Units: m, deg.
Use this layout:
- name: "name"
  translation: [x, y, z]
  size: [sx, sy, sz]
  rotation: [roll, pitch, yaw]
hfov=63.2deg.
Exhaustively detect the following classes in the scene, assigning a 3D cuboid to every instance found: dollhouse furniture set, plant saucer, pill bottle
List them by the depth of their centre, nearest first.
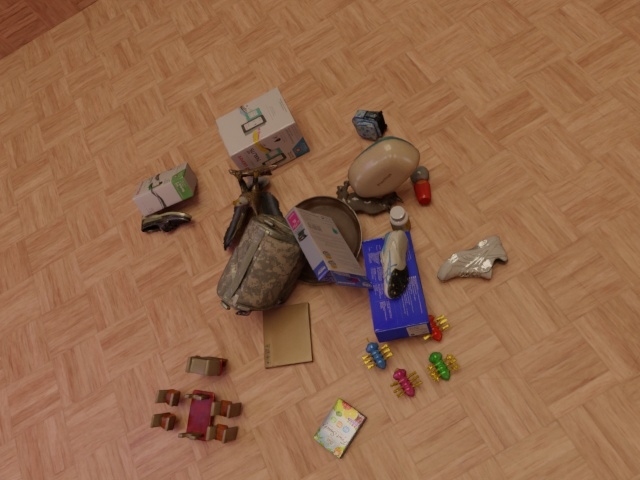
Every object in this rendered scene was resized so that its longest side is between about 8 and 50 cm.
- name: "dollhouse furniture set"
  translation: [-0.378, 0.507, 1.676]
  size: [0.262, 0.135, 0.258]
  rotation: [4, 79, 18]
- name: "pill bottle"
  translation: [0.264, -0.068, 1.734]
  size: [0.065, 0.116, 0.065]
  rotation: [-6, 65, 13]
- name: "plant saucer"
  translation: [0.000, 0.000, 1.789]
  size: [0.311, 0.050, 0.310]
  rotation: [-4, 78, 22]

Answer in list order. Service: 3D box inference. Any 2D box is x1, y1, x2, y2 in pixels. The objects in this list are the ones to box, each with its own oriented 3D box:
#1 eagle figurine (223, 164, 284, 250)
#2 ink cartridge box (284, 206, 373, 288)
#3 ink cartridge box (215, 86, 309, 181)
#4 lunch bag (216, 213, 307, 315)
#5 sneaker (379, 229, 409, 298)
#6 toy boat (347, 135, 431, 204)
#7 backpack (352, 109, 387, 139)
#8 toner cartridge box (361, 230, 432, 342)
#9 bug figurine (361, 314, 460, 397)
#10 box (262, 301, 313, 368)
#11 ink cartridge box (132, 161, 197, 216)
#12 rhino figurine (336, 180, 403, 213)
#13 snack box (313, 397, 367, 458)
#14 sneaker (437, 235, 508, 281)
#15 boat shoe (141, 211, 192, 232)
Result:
- name: "eagle figurine"
  translation: [-0.254, -0.116, 1.894]
  size: [0.226, 0.225, 0.297]
  rotation: [5, 103, 58]
- name: "ink cartridge box"
  translation: [0.025, 0.037, 1.615]
  size: [0.065, 0.186, 0.311]
  rotation: [-48, 54, 23]
- name: "ink cartridge box"
  translation: [-0.219, -0.399, 1.981]
  size: [0.270, 0.198, 0.197]
  rotation: [-27, 62, 4]
- name: "lunch bag"
  translation: [-0.190, 0.075, 1.673]
  size: [0.213, 0.256, 0.304]
  rotation: [31, 100, 17]
- name: "sneaker"
  translation: [0.218, 0.076, 1.589]
  size: [0.086, 0.085, 0.237]
  rotation: [-21, 46, 38]
- name: "toy boat"
  translation: [0.247, -0.229, 1.732]
  size: [0.268, 0.319, 0.148]
  rotation: [-36, 46, 41]
- name: "backpack"
  translation: [0.175, -0.432, 1.933]
  size: [0.114, 0.105, 0.084]
  rotation: [21, 73, 29]
- name: "toner cartridge box"
  translation: [0.233, 0.138, 1.629]
  size: [0.165, 0.075, 0.347]
  rotation: [-12, 50, 10]
- name: "bug figurine"
  translation: [0.276, 0.347, 1.567]
  size: [0.279, 0.072, 0.216]
  rotation: [-26, 68, -1]
- name: "box"
  translation: [-0.110, 0.313, 1.724]
  size: [0.165, 0.021, 0.201]
  rotation: [-11, 63, 11]
- name: "ink cartridge box"
  translation: [-0.604, -0.200, 2.028]
  size: [0.220, 0.092, 0.160]
  rotation: [-22, 31, 5]
- name: "rhino figurine"
  translation: [0.167, -0.142, 1.822]
  size: [0.244, 0.073, 0.106]
  rotation: [7, 63, 11]
- name: "snack box"
  translation: [0.059, 0.559, 1.553]
  size: [0.100, 0.037, 0.141]
  rotation: [30, 78, 27]
- name: "sneaker"
  translation: [0.479, 0.079, 1.623]
  size: [0.232, 0.090, 0.115]
  rotation: [-29, 65, 3]
- name: "boat shoe"
  translation: [-0.597, -0.065, 2.011]
  size: [0.224, 0.080, 0.073]
  rotation: [-2, 71, 21]
